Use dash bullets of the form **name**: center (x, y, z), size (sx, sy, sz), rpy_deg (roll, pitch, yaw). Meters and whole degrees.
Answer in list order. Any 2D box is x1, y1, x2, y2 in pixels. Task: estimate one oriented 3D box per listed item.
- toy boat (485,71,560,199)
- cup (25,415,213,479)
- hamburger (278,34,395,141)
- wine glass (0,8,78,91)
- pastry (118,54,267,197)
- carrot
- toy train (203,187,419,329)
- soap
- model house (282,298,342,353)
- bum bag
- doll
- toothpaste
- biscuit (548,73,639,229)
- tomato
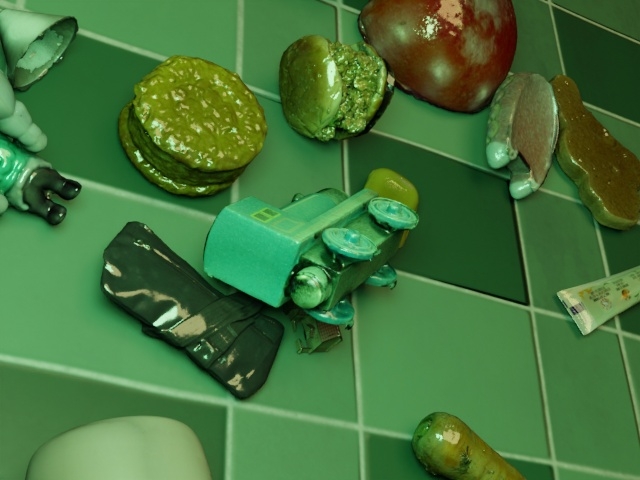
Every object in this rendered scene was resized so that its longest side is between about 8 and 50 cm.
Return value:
- **toy boat**: center (0.324, -0.182, 1.662), size (0.155, 0.085, 0.227), rpy_deg (44, 53, -34)
- **cup**: center (-0.167, 0.296, 0.970), size (0.253, 0.192, 0.200), rpy_deg (33, 36, -53)
- **hamburger**: center (0.016, -0.212, 1.431), size (0.131, 0.159, 0.185), rpy_deg (3, 39, -37)
- **wine glass**: center (-0.404, -0.288, 1.232), size (0.183, 0.122, 0.122), rpy_deg (42, 47, -1)
- **pastry**: center (-0.167, -0.148, 1.301), size (0.189, 0.103, 0.188), rpy_deg (17, 53, -23)
- **carrot**: center (0.245, 0.320, 1.295), size (0.298, 0.078, 0.078), rpy_deg (35, 47, -16)
- **toy train**: center (0.000, 0.000, 1.263), size (0.194, 0.120, 0.298), rpy_deg (25, 22, 16)
- **soap**: center (0.095, -0.046, 1.448), size (0.089, 0.045, 0.140), rpy_deg (36, 46, -12)
- **model house**: center (-0.009, 0.096, 1.275), size (0.057, 0.058, 0.083), rpy_deg (4, 59, -32)
- **bum bag**: center (-0.155, 0.083, 1.186), size (0.248, 0.060, 0.123), rpy_deg (36, 47, -11)
- **doll**: center (-0.387, -0.119, 1.098), size (0.258, 0.153, 0.194), rpy_deg (2, 87, -28)
- **toothpaste**: center (0.510, 0.078, 1.642), size (0.314, 0.058, 0.055), rpy_deg (-17, 115, -36)
- **biscuit**: center (0.484, -0.161, 1.786), size (0.183, 0.047, 0.319), rpy_deg (-12, 68, -41)
- **tomato**: center (0.233, -0.386, 1.683), size (0.290, 0.176, 0.334), rpy_deg (37, 46, -11)
